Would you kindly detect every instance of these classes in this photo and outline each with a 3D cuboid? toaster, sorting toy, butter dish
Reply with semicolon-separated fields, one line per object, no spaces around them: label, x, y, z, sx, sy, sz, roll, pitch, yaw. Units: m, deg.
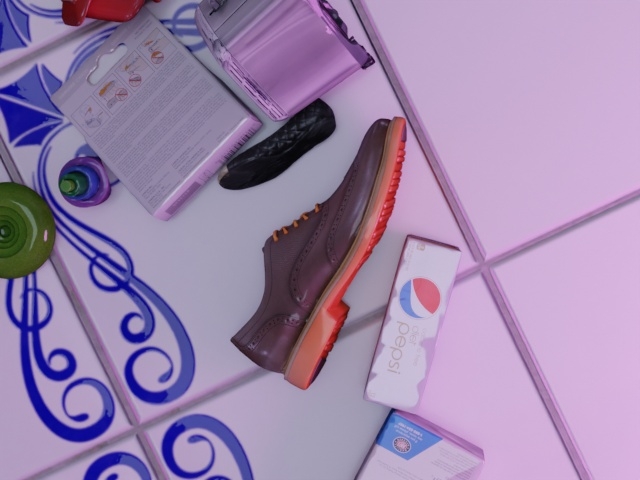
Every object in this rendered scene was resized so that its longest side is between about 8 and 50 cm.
toaster;-0.048;-0.248;1.621;0.146;0.227;0.129;-37;46;9
sorting toy;-0.434;0.004;1.672;0.366;0.126;0.127;-30;91;9
butter dish;-0.248;-0.331;1.655;0.118;0.160;0.160;17;94;-21

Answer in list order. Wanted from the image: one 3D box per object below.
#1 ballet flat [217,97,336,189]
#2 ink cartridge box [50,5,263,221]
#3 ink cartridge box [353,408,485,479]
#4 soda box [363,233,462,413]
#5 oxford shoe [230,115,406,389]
ballet flat;-0.057;-0.119;1.695;0.173;0.057;0.049;-32;54;2
ink cartridge box;-0.213;-0.164;1.705;0.181;0.056;0.224;-45;71;5
ink cartridge box;0.098;0.343;1.687;0.134;0.078;0.231;28;94;2
soda box;0.116;0.104;1.679;0.074;0.069;0.216;15;93;2
oxford shoe;0.000;0.000;1.654;0.133;0.130;0.363;25;94;8
